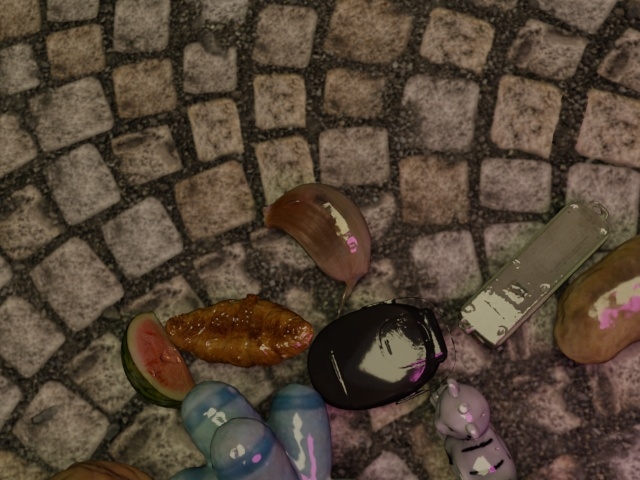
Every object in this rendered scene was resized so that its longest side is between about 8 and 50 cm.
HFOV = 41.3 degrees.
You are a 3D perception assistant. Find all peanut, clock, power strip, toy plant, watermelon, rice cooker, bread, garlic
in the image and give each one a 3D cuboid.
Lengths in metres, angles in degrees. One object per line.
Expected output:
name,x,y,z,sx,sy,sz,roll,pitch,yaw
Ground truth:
peanut,0.416,0.080,1.163,0.224,0.129,0.129,-36,74,4
clock,0.205,0.271,1.134,0.080,0.117,0.176,-23,74,0
power strip,0.307,0.048,1.219,0.272,0.052,0.078,-43,75,-7
toy plant,-0.056,0.314,1.085,0.247,0.247,0.332,-41,78,-6
watermelon,-0.255,0.189,1.245,0.069,0.087,0.163,-43,68,32
rice cooker,0.083,0.160,1.176,0.203,0.118,0.142,-17,73,2
bread,-0.111,0.134,1.222,0.233,0.076,0.104,0,58,19
garlic,0.012,0.001,1.256,0.128,0.090,0.198,-40,81,10

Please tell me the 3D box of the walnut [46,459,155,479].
walnut,-0.278,0.408,1.093,0.225,0.225,0.261,-27,68,-2
